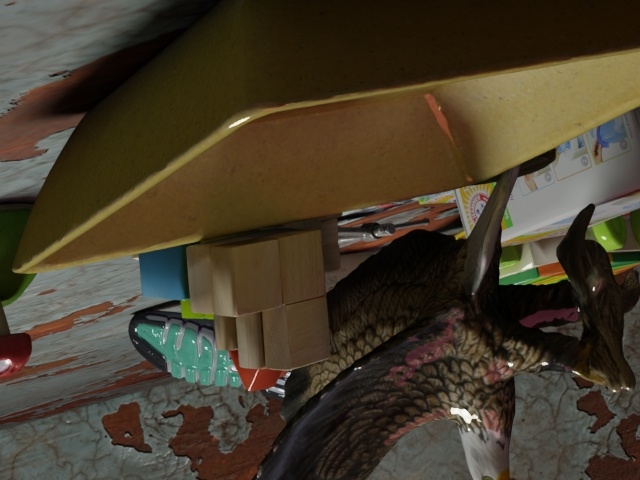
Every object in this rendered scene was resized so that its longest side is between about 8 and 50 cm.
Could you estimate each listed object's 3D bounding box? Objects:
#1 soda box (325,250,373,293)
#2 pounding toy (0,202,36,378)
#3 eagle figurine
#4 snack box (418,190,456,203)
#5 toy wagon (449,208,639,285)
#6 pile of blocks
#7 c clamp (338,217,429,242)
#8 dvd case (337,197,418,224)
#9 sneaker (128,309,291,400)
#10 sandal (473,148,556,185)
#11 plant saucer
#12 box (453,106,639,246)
[{"bbox_3d":[-0.020,0.060,2.106,0.074,0.069,0.216,-20,173,35],"label":"soda box"},{"bbox_3d":[-0.286,0.057,1.283,0.237,0.110,0.183,-12,172,-30],"label":"pounding toy"},{"bbox_3d":[0.069,0.095,1.291,0.298,0.225,0.226,-16,156,16],"label":"eagle figurine"},{"bbox_3d":[0.156,-0.063,1.628,0.100,0.037,0.141,-21,171,31],"label":"snack box"},{"bbox_3d":[0.223,0.024,2.111,0.267,0.068,0.344,-20,171,29],"label":"toy wagon"},{"bbox_3d":[-0.062,0.038,1.284,0.149,0.112,0.362,-4,-174,3],"label":"pile of blocks"},{"bbox_3d":[0.000,0.000,1.771,0.161,0.022,0.137,-9,177,39],"label":"c clamp"},{"bbox_3d":[0.052,-0.036,1.715,0.119,0.013,0.087,-19,173,23],"label":"dvd case"},{"bbox_3d":[-0.106,0.114,2.162,0.224,0.098,0.083,17,132,5],"label":"sneaker"},{"bbox_3d":[0.067,-0.068,1.334,0.090,0.060,0.219,-2,180,-41],"label":"sandal"},{"bbox_3d":[0.027,-0.081,1.005,0.333,0.081,0.333,-11,172,-30],"label":"plant saucer"},{"bbox_3d":[0.198,-0.070,1.378,0.114,0.103,0.203,-10,171,-37],"label":"box"}]
